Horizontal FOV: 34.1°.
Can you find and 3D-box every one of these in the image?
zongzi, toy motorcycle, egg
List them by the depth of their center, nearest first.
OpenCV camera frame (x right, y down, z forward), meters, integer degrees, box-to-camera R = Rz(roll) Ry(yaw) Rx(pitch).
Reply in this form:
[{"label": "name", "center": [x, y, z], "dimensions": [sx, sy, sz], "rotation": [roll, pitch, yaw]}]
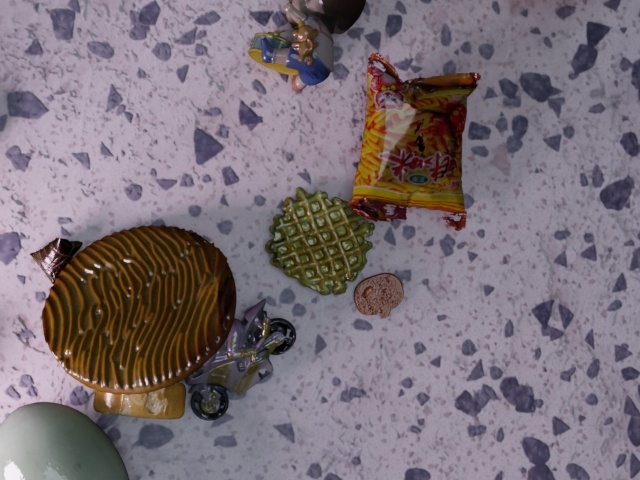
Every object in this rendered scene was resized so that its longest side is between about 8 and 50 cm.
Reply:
[{"label": "egg", "center": [-0.409, 0.388, 1.651], "dimensions": [0.203, 0.203, 0.282], "rotation": [-29, 88, -10]}, {"label": "zongzi", "center": [-0.429, 0.019, 1.744], "dimensions": [0.067, 0.073, 0.083], "rotation": [50, 117, 12]}, {"label": "toy motorcycle", "center": [-0.159, 0.189, 1.768], "dimensions": [0.225, 0.073, 0.152], "rotation": [-44, 102, -1]}]

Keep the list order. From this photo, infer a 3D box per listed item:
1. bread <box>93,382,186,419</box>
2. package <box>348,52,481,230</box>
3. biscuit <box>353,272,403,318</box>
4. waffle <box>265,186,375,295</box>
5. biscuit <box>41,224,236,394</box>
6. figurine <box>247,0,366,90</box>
[{"label": "bread", "center": [-0.296, 0.254, 1.718], "dimensions": [0.149, 0.122, 0.073], "rotation": [6, 83, -11]}, {"label": "package", "center": [0.167, -0.169, 1.829], "dimensions": [0.223, 0.108, 0.288], "rotation": [7, 94, -15]}, {"label": "biscuit", "center": [0.104, 0.100, 1.848], "dimensions": [0.091, 0.015, 0.078], "rotation": [-15, 92, -10]}, {"label": "waffle", "center": [0.000, 0.000, 1.824], "dimensions": [0.183, 0.036, 0.169], "rotation": [29, 81, -9]}, {"label": "biscuit", "center": [-0.290, 0.102, 1.678], "dimensions": [0.318, 0.040, 0.318], "rotation": [-4, 53, 5]}, {"label": "figurine", "center": [-0.012, -0.401, 1.786], "dimensions": [0.158, 0.161, 0.275], "rotation": [20, 80, 28]}]
